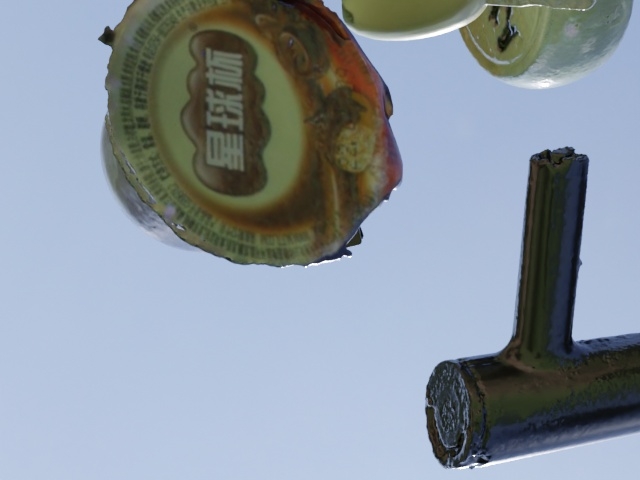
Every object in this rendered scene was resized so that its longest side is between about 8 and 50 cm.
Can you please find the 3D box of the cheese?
[{"bbox_3d":[0.136,-0.245,1.288,0.252,0.127,0.054,8,-148,24],"label":"cheese"}]

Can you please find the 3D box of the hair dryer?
[{"bbox_3d":[0.188,0.051,1.073,0.089,0.197,0.251,-137,-136,-65],"label":"hair dryer"}]

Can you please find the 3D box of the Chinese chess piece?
[{"bbox_3d":[0.226,-0.285,1.441,0.250,0.101,0.250,169,-90,-69],"label":"Chinese chess piece"}]

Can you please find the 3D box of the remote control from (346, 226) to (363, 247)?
[{"bbox_3d":[0.000,0.000,1.333,0.091,0.016,0.034,-15,-96,25],"label":"remote control"}]

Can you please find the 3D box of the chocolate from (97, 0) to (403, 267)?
[{"bbox_3d":[-0.063,-0.066,0.897,0.147,0.221,0.221,-28,-133,62],"label":"chocolate"}]
